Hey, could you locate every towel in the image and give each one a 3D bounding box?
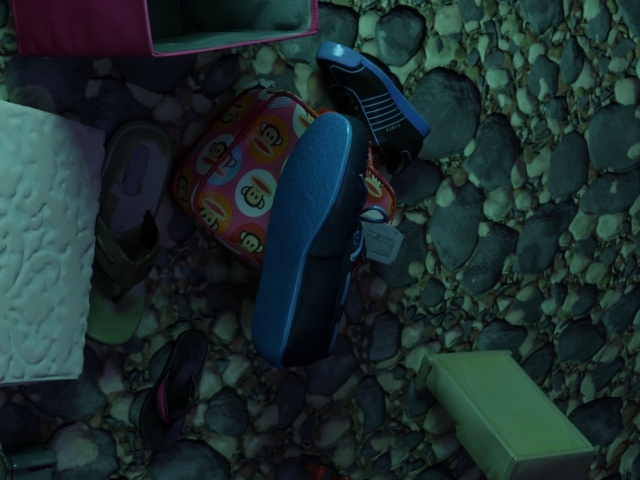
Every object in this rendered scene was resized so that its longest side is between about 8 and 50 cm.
[{"bbox_3d":[-0.380,0.003,1.172,0.317,0.053,0.331,9,87,-61],"label":"towel"}]

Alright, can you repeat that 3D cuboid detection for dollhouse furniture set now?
[{"bbox_3d":[0.241,0.412,1.668,0.362,0.256,0.394,0,122,-28],"label":"dollhouse furniture set"}]

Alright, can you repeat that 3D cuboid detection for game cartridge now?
[{"bbox_3d":[0.080,0.001,1.443,0.083,0.017,0.056,21,95,-41],"label":"game cartridge"}]

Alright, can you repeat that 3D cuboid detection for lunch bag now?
[{"bbox_3d":[-0.035,-0.073,1.421,0.258,0.120,0.293,-51,122,-8],"label":"lunch bag"}]

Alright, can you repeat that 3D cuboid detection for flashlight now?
[{"bbox_3d":[-0.492,0.323,1.278,0.304,0.103,0.103,-2,97,-33],"label":"flashlight"}]

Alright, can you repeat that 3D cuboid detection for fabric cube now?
[{"bbox_3d":[-0.187,-0.347,1.167,0.254,0.258,0.259,-19,111,-43],"label":"fabric cube"}]

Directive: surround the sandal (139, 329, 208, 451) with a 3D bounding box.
[{"bbox_3d":[-0.204,0.214,1.439,0.067,0.040,0.179,20,91,-31],"label":"sandal"}]

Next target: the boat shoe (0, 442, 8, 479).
[{"bbox_3d":[-0.511,0.323,1.127,0.355,0.130,0.132,-35,117,-21],"label":"boat shoe"}]

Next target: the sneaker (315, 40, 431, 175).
[{"bbox_3d":[0.067,-0.187,1.479,0.232,0.081,0.090,39,74,-31],"label":"sneaker"}]

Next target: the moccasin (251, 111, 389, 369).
[{"bbox_3d":[0.000,0.000,1.336,0.117,0.138,0.342,5,112,-36],"label":"moccasin"}]

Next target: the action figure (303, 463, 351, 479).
[{"bbox_3d":[-0.050,0.490,1.567,0.091,0.139,0.280,30,63,-27],"label":"action figure"}]

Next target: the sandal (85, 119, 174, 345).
[{"bbox_3d":[-0.260,-0.008,1.334,0.120,0.086,0.302,9,96,-30],"label":"sandal"}]
